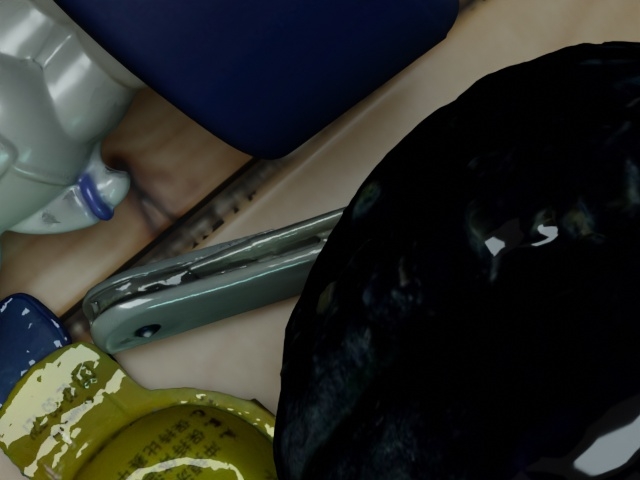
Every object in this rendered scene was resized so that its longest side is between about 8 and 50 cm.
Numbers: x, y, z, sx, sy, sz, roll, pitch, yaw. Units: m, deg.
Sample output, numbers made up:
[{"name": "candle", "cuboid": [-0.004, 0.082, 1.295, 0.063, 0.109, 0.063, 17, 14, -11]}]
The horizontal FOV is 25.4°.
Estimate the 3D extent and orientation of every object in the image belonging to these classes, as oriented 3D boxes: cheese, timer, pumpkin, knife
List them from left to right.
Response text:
[{"name": "timer", "cuboid": [-0.150, -0.083, 0.728, 0.383, 0.270, 0.270, -44, 87, 8]}, {"name": "cheese", "cuboid": [-0.102, 0.129, 0.773, 0.250, 0.064, 0.156, 43, 81, 12]}, {"name": "knife", "cuboid": [-0.001, 0.001, 0.779, 0.265, 0.073, 0.040, -18, 75, -9]}, {"name": "pumpkin", "cuboid": [0.153, 0.090, 0.560, 0.363, 0.363, 0.266, 40, 122, 3]}]
